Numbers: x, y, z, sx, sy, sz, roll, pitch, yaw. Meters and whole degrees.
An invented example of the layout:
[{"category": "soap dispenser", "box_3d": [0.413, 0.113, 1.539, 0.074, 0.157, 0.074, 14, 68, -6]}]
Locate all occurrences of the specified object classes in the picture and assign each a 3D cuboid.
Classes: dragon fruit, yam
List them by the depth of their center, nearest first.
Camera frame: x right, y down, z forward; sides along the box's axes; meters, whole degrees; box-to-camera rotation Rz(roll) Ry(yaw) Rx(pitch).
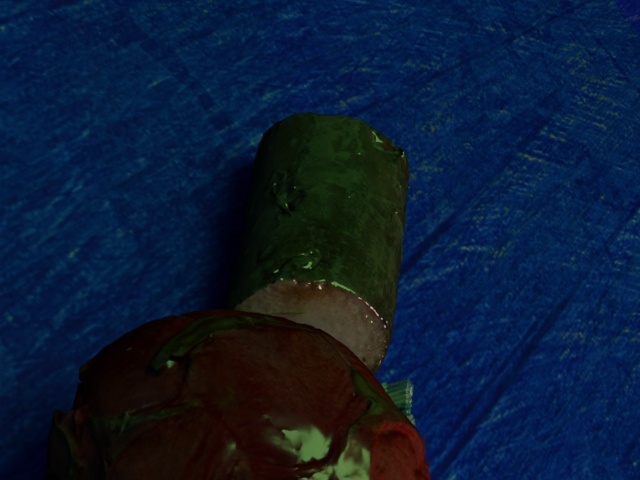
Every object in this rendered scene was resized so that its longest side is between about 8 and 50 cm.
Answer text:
[{"category": "dragon fruit", "box_3d": [-0.057, 0.185, 1.059, 0.277, 0.277, 0.342, 10, 36, -46]}, {"category": "yam", "box_3d": [0.000, 0.000, 1.417, 0.168, 0.168, 0.304, 36, 40, -24]}]

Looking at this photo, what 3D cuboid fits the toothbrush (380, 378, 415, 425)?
[{"category": "toothbrush", "box_3d": [0.075, 0.296, 1.359, 0.040, 0.040, 0.386, 28, 45, -33]}]
